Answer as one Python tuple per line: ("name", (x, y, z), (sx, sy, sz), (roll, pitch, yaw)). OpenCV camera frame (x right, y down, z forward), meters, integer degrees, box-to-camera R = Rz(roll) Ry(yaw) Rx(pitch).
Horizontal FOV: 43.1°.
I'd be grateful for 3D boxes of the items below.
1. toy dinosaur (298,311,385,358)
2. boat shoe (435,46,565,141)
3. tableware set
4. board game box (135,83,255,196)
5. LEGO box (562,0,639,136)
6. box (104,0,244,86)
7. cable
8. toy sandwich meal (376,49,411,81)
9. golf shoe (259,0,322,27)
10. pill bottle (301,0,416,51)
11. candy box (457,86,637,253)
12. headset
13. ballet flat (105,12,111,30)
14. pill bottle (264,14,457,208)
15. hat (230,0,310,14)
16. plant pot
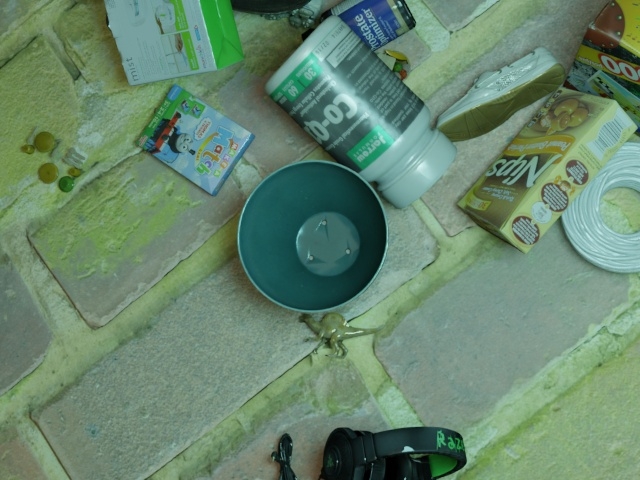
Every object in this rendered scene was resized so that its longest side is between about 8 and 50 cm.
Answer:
("toy dinosaur", (0.036, 0.195, 1.667), (0.183, 0.053, 0.092), (8, 85, 11))
("boat shoe", (0.352, -0.298, 1.645), (0.277, 0.098, 0.096), (-27, 57, 10))
("tableware set", (-0.606, -0.181, 1.832), (0.154, 0.024, 0.104), (32, 94, 10))
("board game box", (-0.273, -0.220, 1.767), (0.212, 0.039, 0.160), (33, 91, 10))
("LEGO box", (0.712, -0.259, 1.430), (0.500, 0.372, 0.193), (37, 92, 12))
("box", (-0.313, -0.472, 1.678), (0.231, 0.127, 0.261), (-5, 110, 27))
("cable", (0.596, -0.064, 1.576), (0.257, 0.089, 0.257), (-38, 79, 5))
("toy sandwich meal", (0.149, -0.367, 1.711), (0.086, 0.029, 0.085), (-1, 85, 10))
("golf shoe", (-0.079, -0.522, 1.760), (0.176, 0.069, 0.086), (22, 64, 11))
("pill bottle", (0.076, -0.443, 1.679), (0.219, 0.123, 0.122), (-28, 81, 14))
("candy box", (0.429, -0.140, 1.559), (0.087, 0.183, 0.316), (41, 92, -25))
("headset", (0.084, 0.415, 1.566), (0.394, 0.243, 0.185), (-24, 55, 24))
("ballet flat", (-0.359, -0.487, 1.804), (0.250, 0.058, 0.084), (5, 112, 16))
("pill bottle", (0.083, -0.244, 1.584), (0.361, 0.204, 0.204), (43, 93, -9))
("hat", (-0.140, -0.631, 1.697), (0.332, 0.134, 0.331), (-1, 69, 2))
("plant pot", (0.000, 0.000, 1.618), (0.291, 0.195, 0.290), (-1, 84, 10))
